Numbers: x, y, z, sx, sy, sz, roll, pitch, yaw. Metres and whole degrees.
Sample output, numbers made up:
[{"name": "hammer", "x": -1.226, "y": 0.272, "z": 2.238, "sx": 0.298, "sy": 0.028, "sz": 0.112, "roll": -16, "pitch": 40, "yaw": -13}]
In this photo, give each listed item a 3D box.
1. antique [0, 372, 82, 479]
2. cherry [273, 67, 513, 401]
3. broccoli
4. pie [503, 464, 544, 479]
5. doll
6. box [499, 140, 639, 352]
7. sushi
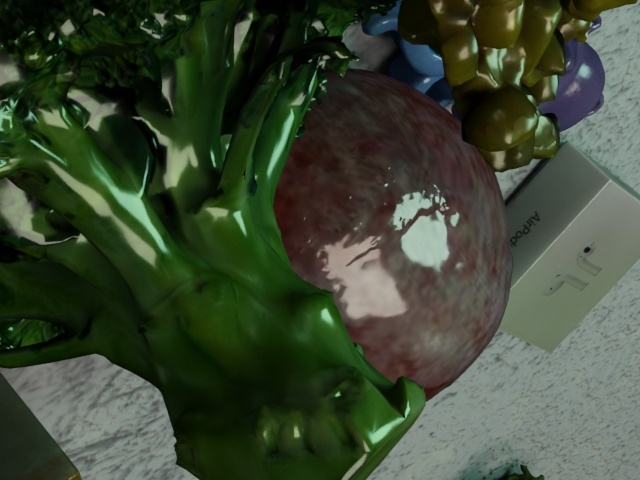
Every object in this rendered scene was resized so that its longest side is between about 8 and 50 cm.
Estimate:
[{"name": "antique", "x": -0.199, "y": 0.159, "z": 0.948, "sx": 0.147, "sy": 0.148, "sz": 0.152, "roll": -34, "pitch": 147, "yaw": -20}, {"name": "cherry", "x": 0.000, "y": 0.000, "z": 0.963, "sx": 0.192, "sy": 0.175, "sz": 0.250, "roll": -35, "pitch": 149, "yaw": 8}, {"name": "broccoli", "x": -0.068, "y": -0.027, "z": 0.729, "sx": 0.297, "sy": 0.297, "sz": 0.297, "roll": -43, "pitch": 172, "yaw": -7}, {"name": "pie", "x": 0.052, "y": 0.334, "z": 1.551, "sx": 0.371, "sy": 0.078, "sz": 0.296, "roll": -24, "pitch": 146, "yaw": -32}, {"name": "doll", "x": 0.101, "y": -0.105, "z": 1.061, "sx": 0.206, "sy": 0.067, "sz": 0.110, "roll": 18, "pitch": 130, "yaw": -45}, {"name": "box", "x": 0.167, "y": 0.007, "z": 1.290, "sx": 0.130, "sy": 0.051, "sz": 0.129, "roll": -49, "pitch": 150, "yaw": 10}, {"name": "sushi", "x": 0.090, "y": -0.142, "z": 0.701, "sx": 0.167, "sy": 0.179, "sz": 0.296, "roll": -34, "pitch": 174, "yaw": 9}]
